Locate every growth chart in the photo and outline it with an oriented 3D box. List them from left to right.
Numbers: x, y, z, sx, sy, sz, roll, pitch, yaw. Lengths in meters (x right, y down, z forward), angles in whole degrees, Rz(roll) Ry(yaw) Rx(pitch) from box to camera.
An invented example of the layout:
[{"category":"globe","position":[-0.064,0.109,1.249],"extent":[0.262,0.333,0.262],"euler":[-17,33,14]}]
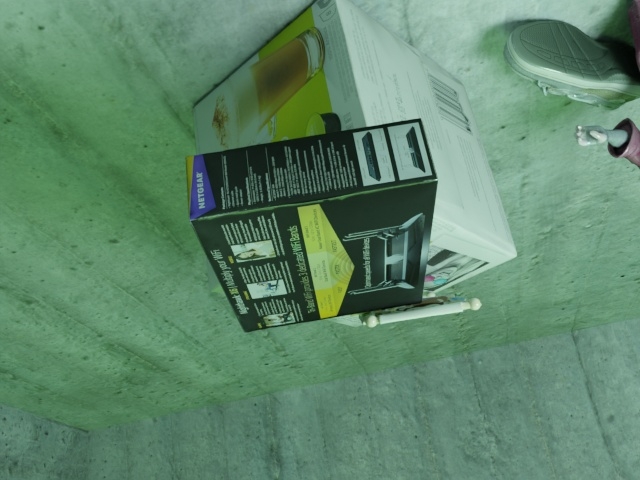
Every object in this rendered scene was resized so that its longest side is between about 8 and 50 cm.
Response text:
[{"category":"growth chart","position":[0.128,0.097,0.999],"extent":[0.172,0.021,0.237],"euler":[-10,179,-5]}]

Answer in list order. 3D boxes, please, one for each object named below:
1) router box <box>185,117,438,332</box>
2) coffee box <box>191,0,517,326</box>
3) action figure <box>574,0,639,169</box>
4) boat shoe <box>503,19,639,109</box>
[{"category":"router box","position":[0.000,0.000,0.807],"extent":[0.242,0.081,0.309],"euler":[-9,152,-1]},{"category":"coffee box","position":[0.039,-0.096,1.088],"extent":[0.334,0.338,0.338],"euler":[-30,147,34]},{"category":"action figure","position":[0.539,-0.194,1.050],"extent":[0.248,0.370,0.275],"euler":[9,177,29]},{"category":"boat shoe","position":[0.411,-0.268,1.122],"extent":[0.320,0.118,0.103],"euler":[-1,152,-33]}]
